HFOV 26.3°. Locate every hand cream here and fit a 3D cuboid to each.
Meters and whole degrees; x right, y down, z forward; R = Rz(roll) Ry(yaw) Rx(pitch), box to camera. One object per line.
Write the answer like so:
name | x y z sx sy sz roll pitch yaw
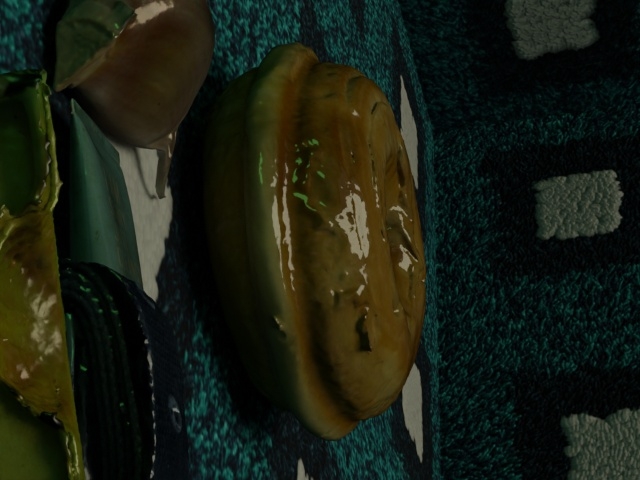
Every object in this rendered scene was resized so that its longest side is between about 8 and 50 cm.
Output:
hand cream | -0.162 0.049 1.073 0.111 0.070 0.312 55 28 -67

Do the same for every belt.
belt | -0.151 0.126 0.937 0.128 0.122 0.218 56 27 -70

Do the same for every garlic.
garlic | -0.149 -0.152 1.208 0.128 0.148 0.266 47 -3 32

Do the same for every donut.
donut | 0.000 0.000 1.542 0.449 0.198 0.448 -6 90 -76

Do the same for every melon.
melon | -0.203 0.054 0.785 0.169 0.129 0.265 130 -48 -76
